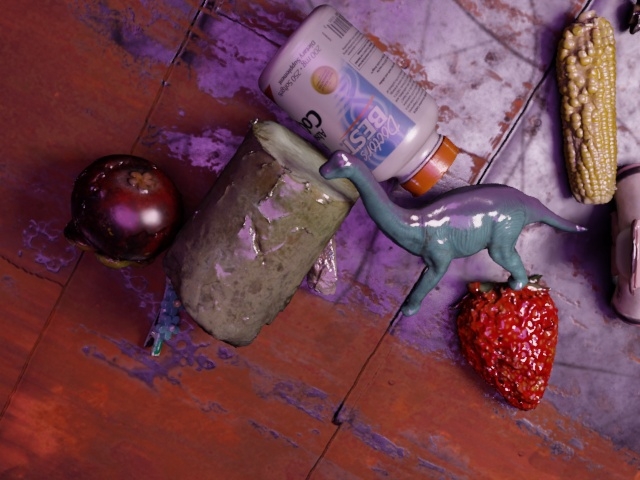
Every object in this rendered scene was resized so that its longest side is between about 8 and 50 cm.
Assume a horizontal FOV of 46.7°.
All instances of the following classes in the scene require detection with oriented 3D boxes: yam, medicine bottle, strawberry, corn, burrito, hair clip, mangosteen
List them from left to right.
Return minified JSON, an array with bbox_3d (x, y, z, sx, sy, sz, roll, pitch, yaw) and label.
[{"bbox_3d":[-0.292,-0.034,1.098,0.166,0.166,0.180,27,123,-7],"label":"mangosteen"},{"bbox_3d":[-0.237,0.102,1.178,0.049,0.049,0.173,17,98,-5],"label":"hair clip"},{"bbox_3d":[-0.094,-0.006,1.072,0.195,0.195,0.300,33,104,-7],"label":"yam"},{"bbox_3d":[0.000,0.000,1.165,0.051,0.042,0.171,-2,99,9],"label":"burrito"},{"bbox_3d":[0.063,-0.190,1.074,0.289,0.157,0.157,40,96,-8],"label":"medicine bottle"},{"bbox_3d":[0.296,0.175,1.178,0.174,0.098,0.228,-1,99,-1],"label":"strawberry"},{"bbox_3d":[0.405,-0.198,1.123,0.086,0.086,0.288,-7,103,-1],"label":"corn"}]

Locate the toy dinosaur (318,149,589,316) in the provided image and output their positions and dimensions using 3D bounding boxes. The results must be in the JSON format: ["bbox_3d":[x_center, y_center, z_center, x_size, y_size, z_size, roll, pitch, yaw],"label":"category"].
[{"bbox_3d":[0.207,-0.058,1.036,0.383,0.129,0.331,-21,137,-4],"label":"toy dinosaur"}]

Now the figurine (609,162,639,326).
[{"bbox_3d":[0.617,0.021,1.106,0.361,0.211,0.253,-1,110,5],"label":"figurine"}]

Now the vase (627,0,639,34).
[{"bbox_3d":[0.553,-0.323,1.098,0.183,0.120,0.120,12,100,10],"label":"vase"}]
